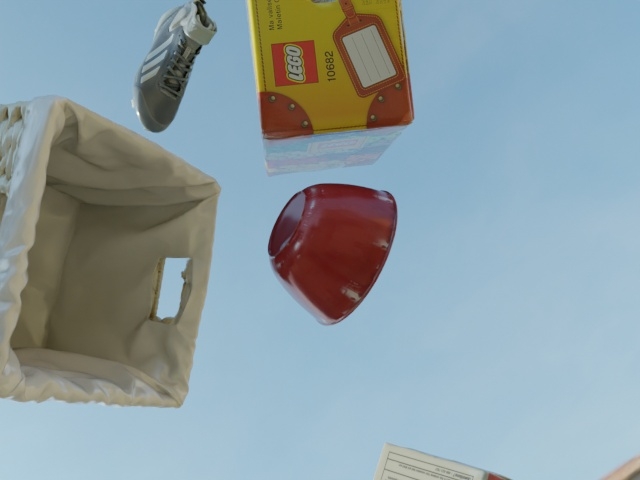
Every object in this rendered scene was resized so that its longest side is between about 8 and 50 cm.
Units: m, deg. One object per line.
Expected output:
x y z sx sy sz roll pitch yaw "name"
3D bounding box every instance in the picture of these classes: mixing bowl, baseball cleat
0.000 0.000 0.881 0.098 0.181 0.181 27 -67 -19 "mixing bowl"
-0.200 -0.251 1.017 0.109 0.206 0.072 -16 -29 42 "baseball cleat"

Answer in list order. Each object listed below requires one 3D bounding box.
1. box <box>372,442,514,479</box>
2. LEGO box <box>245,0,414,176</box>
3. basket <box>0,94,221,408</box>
0.122 0.349 0.762 0.127 0.149 0.232 31 -109 -34 "box"
-0.014 -0.368 1.071 0.193 0.500 0.372 -6 -2 -4 "LEGO box"
-0.338 0.030 0.928 0.266 0.328 0.331 2 -13 26 "basket"
